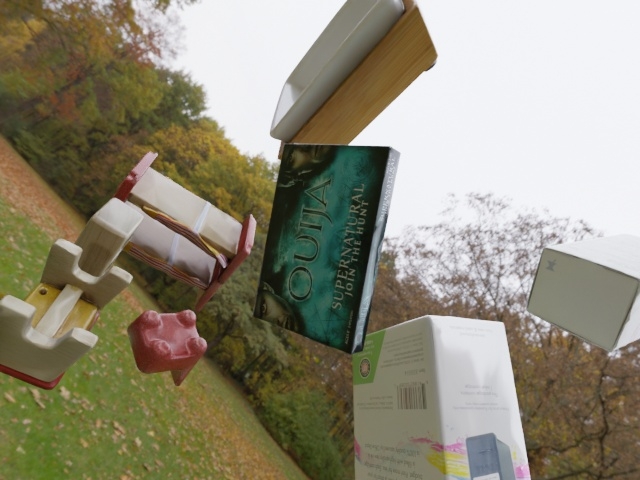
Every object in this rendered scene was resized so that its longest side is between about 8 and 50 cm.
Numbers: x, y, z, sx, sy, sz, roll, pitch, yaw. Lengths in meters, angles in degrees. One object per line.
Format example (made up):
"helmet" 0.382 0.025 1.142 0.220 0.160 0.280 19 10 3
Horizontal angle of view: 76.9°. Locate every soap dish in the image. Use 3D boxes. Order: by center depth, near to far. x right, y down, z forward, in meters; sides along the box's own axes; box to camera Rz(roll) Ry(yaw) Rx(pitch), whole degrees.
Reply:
"soap dish" 0.049 -0.271 0.646 0.118 0.228 0.291 32 -51 -25

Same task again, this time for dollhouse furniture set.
"dollhouse furniture set" -0.221 0.053 0.520 0.201 0.152 0.374 35 24 -21

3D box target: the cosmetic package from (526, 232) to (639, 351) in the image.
"cosmetic package" 0.530 0.077 0.715 0.153 0.297 0.129 34 -58 53

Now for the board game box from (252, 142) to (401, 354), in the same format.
"board game box" 0.000 0.000 0.393 0.126 0.186 0.026 11 1 36

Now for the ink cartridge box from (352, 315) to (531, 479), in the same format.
"ink cartridge box" 0.137 0.288 0.493 0.119 0.353 0.207 10 -24 -20
